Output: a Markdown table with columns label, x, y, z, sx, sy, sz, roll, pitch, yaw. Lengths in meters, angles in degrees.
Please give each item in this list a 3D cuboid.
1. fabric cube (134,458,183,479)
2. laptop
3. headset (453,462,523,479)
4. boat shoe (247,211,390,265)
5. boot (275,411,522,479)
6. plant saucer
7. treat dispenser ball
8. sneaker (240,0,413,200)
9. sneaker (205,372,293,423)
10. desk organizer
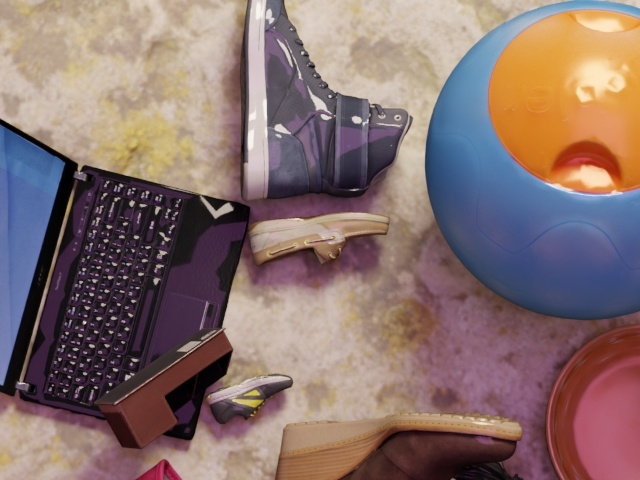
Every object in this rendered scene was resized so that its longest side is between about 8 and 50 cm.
| label | x | y | z | sx | sy | sz | roll | pitch | yaw |
| --- | --- | --- | --- | --- | --- | --- | --- | --- | --- |
| fabric cube | -0.154 | 0.373 | 1.595 | 0.258 | 0.254 | 0.259 | -36 | 97 | 0 |
| laptop | -0.214 | 0.033 | 1.766 | 0.264 | 0.136 | 0.234 | 14 | 77 | -1 |
| headset | 0.159 | 0.371 | 1.679 | 0.185 | 0.243 | 0.394 | 37 | 44 | -22 |
| boat shoe | 0.000 | 0.000 | 1.839 | 0.135 | 0.050 | 0.045 | -6 | 82 | 3 |
| boot | 0.072 | 0.259 | 1.730 | 0.248 | 0.090 | 0.207 | -8 | 81 | 29 |
| plant saucer | 0.307 | 0.179 | 1.829 | 0.200 | 0.037 | 0.200 | 1 | 78 | -5 |
| treat dispenser ball | 0.238 | -0.072 | 1.750 | 0.288 | 0.288 | 0.288 | 1 | 77 | -5 |
| sneaker | 0.004 | -0.147 | 1.849 | 0.163 | 0.086 | 0.226 | -1 | 78 | -4 |
| sneaker | -0.064 | 0.147 | 1.811 | 0.083 | 0.031 | 0.035 | -16 | 93 | -4 |
| desk organizer | -0.135 | 0.134 | 1.767 | 0.130 | 0.047 | 0.050 | -34 | 104 | -28 |
